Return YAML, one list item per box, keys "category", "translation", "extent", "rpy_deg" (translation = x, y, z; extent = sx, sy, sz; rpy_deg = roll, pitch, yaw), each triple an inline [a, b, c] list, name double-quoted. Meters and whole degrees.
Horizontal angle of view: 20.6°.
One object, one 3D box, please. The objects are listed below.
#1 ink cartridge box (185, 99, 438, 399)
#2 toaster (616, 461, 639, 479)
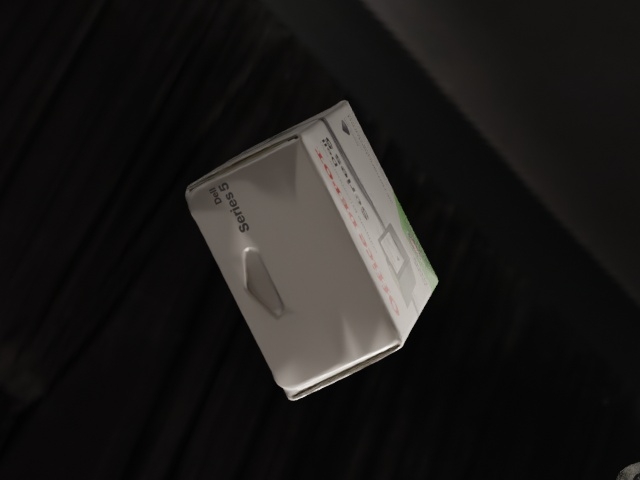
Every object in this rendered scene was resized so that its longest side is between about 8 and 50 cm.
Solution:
- category: "ink cartridge box"
  translation: [0.000, 0.000, 1.541]
  extent: [0.114, 0.273, 0.198]
  rpy_deg: [-26, 95, 13]
- category: "toaster"
  translation: [0.360, 0.308, 1.667]
  extent: [0.110, 0.168, 0.186]
  rpy_deg: [-8, 110, -13]
